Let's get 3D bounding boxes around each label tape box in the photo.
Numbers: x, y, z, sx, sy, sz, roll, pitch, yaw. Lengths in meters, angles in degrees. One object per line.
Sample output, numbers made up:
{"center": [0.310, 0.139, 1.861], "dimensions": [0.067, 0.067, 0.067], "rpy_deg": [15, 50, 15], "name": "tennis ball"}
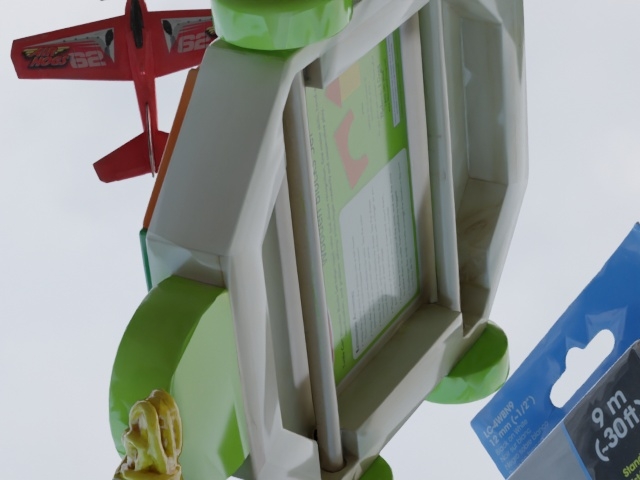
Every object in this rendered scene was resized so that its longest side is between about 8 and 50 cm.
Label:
{"center": [0.208, 0.194, 1.343], "dimensions": [0.115, 0.249, 0.347], "rpy_deg": [0, -131, -39], "name": "label tape box"}

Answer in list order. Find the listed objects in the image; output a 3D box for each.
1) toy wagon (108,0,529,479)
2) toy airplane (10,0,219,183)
{"center": [0.000, 0.000, 0.826], "dimensions": [0.068, 0.267, 0.344], "rpy_deg": [13, -144, 29], "name": "toy wagon"}
{"center": [-0.099, -0.090, 1.111], "dimensions": [0.151, 0.028, 0.151], "rpy_deg": [-1, -123, 2], "name": "toy airplane"}
